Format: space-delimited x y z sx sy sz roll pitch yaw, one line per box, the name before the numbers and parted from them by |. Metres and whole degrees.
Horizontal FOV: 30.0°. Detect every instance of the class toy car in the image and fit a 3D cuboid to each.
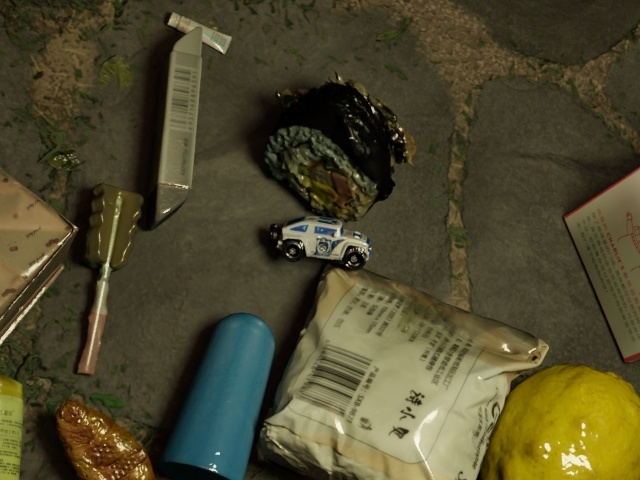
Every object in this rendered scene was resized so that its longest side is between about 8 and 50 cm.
toy car | 0.000 0.000 1.958 0.170 0.080 0.070 8 103 3

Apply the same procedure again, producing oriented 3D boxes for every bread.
bread | -0.311 0.330 1.772 0.105 0.076 0.233 -36 94 -13

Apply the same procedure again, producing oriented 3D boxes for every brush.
brush | -0.339 0.060 1.858 0.084 0.071 0.301 13 75 -19

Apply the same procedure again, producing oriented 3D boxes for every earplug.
earplug | -0.145 0.238 1.836 0.132 0.132 0.273 22 64 -11

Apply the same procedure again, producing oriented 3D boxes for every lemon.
lemon | 0.387 0.348 1.913 0.316 0.285 0.285 -25 82 -1

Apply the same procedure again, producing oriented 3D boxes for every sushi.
sushi | 0.046 -0.169 1.982 0.219 0.225 0.238 -43 114 -40

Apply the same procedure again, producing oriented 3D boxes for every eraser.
eraser | -0.239 -0.185 1.954 0.061 0.089 0.352 9 71 -19

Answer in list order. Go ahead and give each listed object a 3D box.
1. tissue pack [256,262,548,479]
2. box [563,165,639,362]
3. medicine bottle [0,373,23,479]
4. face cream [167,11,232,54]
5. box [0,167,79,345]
tissue pack | 0.114 0.226 1.860 0.390 0.195 0.375 21 60 16
box | 0.663 0.007 2.086 0.300 0.312 0.314 -17 79 -21
medicine bottle | -0.485 0.305 1.699 0.124 0.124 0.239 4 71 -18
face cream | -0.208 -0.359 2.057 0.115 0.020 0.038 23 66 -12
box | -0.541 0.001 1.737 0.297 0.190 0.225 38 64 -5
